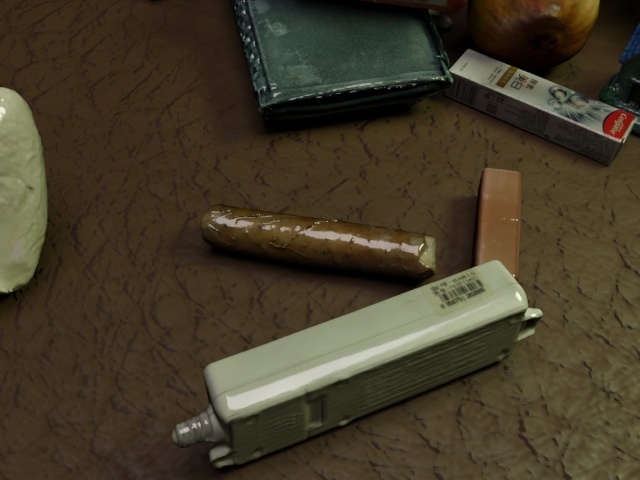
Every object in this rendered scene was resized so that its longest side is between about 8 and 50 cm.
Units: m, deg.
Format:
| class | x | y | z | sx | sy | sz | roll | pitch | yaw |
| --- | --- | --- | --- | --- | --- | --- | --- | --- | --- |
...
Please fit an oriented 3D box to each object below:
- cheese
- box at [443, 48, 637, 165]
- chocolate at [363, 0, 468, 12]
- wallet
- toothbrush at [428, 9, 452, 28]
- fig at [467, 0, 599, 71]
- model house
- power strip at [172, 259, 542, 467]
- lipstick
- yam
| class | x | y | z | sx | sy | sz | roll | pitch | yaw |
| --- | --- | --- | --- | --- | --- | --- | --- | --- | --- |
| cheese | -0.365 | -0.053 | 0.782 | 0.189 | 0.198 | 0.154 | 11 | 16 | 26 |
| box | 0.254 | -0.158 | 0.961 | 0.218 | 0.039 | 0.055 | 27 | 54 | 19 |
| chocolate | 0.084 | -0.395 | 1.005 | 0.237 | 0.108 | 0.234 | 6 | 55 | 3 |
| wallet | 0.010 | -0.288 | 1.032 | 0.237 | 0.075 | 0.342 | -12 | 56 | -5 |
| toothbrush | 0.064 | -0.345 | 1.115 | 0.263 | 0.026 | 0.022 | 29 | 47 | 21 |
| fig | 0.264 | -0.340 | 1.002 | 0.159 | 0.159 | 0.257 | 8 | 73 | 5 |
| model house | 0.407 | -0.202 | 0.929 | 0.148 | 0.148 | 0.119 | 27 | 57 | 22 |
| power strip | 0.034 | 0.108 | 0.708 | 0.338 | 0.098 | 0.058 | -19 | 53 | -15 |
| lipstick | 0.180 | -0.006 | 0.835 | 0.045 | 0.045 | 0.145 | 7 | 53 | 8 |
| yam | 0.000 | 0.000 | 0.823 | 0.241 | 0.056 | 0.056 | 10 | 52 | 7 |
